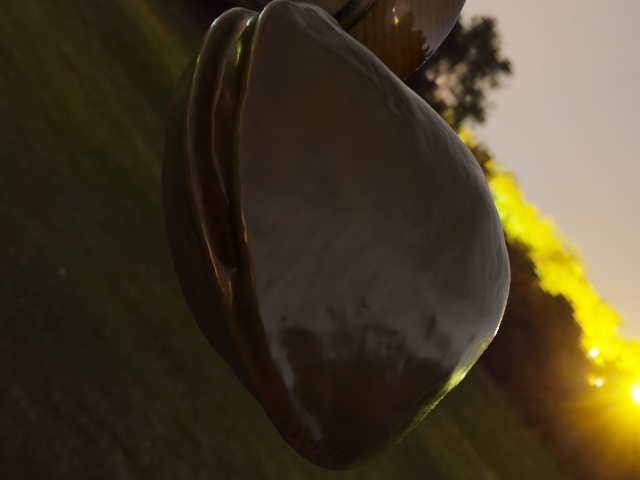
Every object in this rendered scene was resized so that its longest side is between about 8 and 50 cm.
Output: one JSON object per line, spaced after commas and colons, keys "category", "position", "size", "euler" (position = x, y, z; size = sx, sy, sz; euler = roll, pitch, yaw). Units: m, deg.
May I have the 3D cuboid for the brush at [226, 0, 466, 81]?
{"category": "brush", "position": [-0.017, -0.220, 1.110], "size": [0.166, 0.174, 0.267], "euler": [33, -7, -31]}

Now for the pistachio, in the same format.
{"category": "pistachio", "position": [0.000, 0.000, 0.726], "size": [0.260, 0.163, 0.212], "euler": [39, 46, -55]}
